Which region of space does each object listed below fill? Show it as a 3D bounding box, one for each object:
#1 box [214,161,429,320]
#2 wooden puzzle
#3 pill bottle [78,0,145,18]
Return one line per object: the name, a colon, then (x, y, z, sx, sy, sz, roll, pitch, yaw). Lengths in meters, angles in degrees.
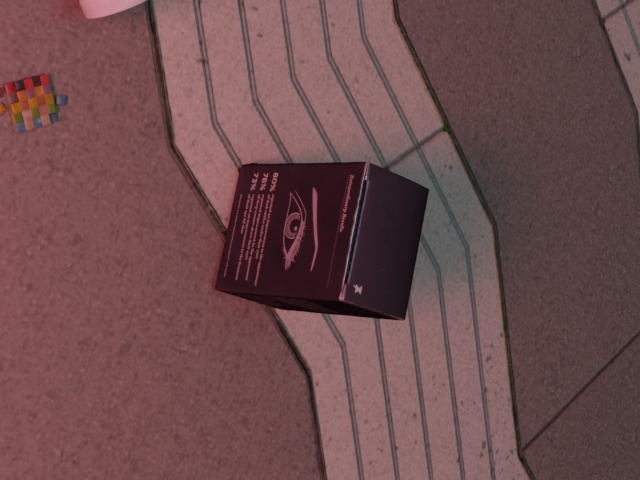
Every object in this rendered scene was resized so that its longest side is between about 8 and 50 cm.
box: (0.000, 0.000, 1.441, 0.108, 0.207, 0.153, 20, 79, -44)
wooden puzzle: (-0.285, -0.135, 1.288, 0.083, 0.006, 0.049, -24, 109, -42)
pill bottle: (-0.226, -0.314, 1.266, 0.103, 0.103, 0.184, -36, 117, -38)
